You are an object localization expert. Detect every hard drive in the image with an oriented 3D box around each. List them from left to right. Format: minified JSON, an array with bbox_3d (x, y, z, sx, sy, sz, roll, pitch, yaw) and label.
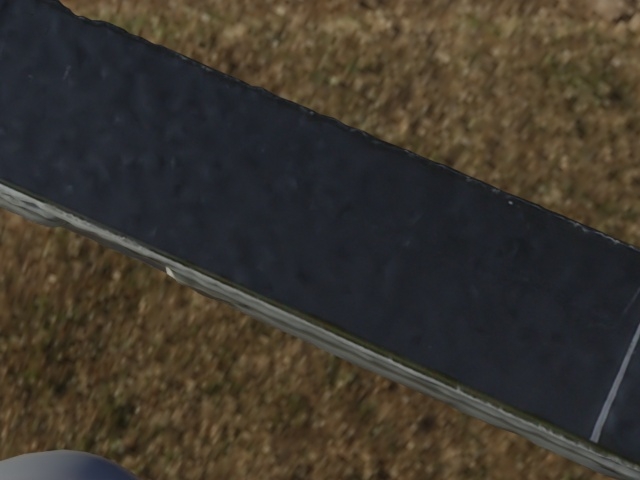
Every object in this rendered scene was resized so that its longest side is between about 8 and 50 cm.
[{"bbox_3d":[0.000,0.000,0.583,0.338,0.237,0.064,24,88,6],"label":"hard drive"}]

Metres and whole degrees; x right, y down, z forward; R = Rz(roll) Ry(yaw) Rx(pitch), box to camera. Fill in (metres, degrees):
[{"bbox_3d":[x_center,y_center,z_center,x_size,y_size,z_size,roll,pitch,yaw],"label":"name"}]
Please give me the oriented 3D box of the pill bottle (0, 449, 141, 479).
[{"bbox_3d":[-0.018,0.238,0.311,0.210,0.210,0.363,-31,78,-34],"label":"pill bottle"}]
